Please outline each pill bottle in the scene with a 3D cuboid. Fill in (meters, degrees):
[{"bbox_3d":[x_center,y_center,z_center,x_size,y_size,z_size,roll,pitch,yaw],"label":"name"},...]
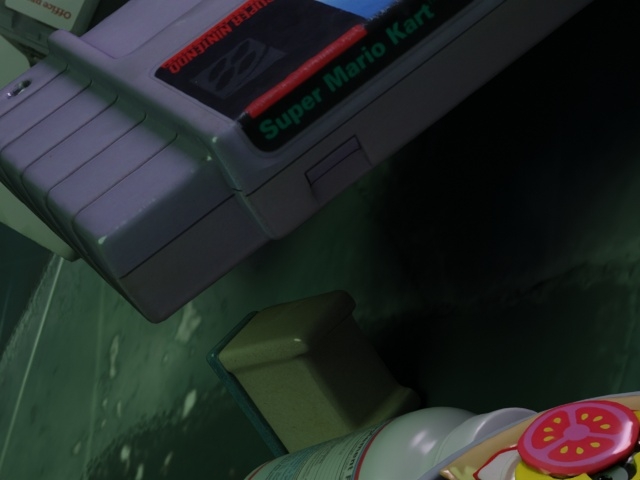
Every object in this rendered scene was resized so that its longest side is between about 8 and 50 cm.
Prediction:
[{"bbox_3d":[0.033,0.117,0.745,0.160,0.087,0.087,-26,49,50],"label":"pill bottle"}]

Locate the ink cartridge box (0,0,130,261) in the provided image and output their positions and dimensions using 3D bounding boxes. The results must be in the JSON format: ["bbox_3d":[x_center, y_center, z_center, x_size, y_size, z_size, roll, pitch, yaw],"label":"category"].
[{"bbox_3d":[-0.089,-0.161,1.006,0.306,0.131,0.226,-62,-6,13],"label":"ink cartridge box"}]

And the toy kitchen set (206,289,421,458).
[{"bbox_3d":[0.000,0.000,0.909,0.122,0.166,0.207,-24,14,46],"label":"toy kitchen set"}]

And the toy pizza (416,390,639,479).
[{"bbox_3d":[0.096,0.110,0.582,0.201,0.032,0.201,-13,34,9],"label":"toy pizza"}]

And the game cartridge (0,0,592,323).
[{"bbox_3d":[0.020,-0.118,0.791,0.355,0.068,0.230,-38,23,-11],"label":"game cartridge"}]
